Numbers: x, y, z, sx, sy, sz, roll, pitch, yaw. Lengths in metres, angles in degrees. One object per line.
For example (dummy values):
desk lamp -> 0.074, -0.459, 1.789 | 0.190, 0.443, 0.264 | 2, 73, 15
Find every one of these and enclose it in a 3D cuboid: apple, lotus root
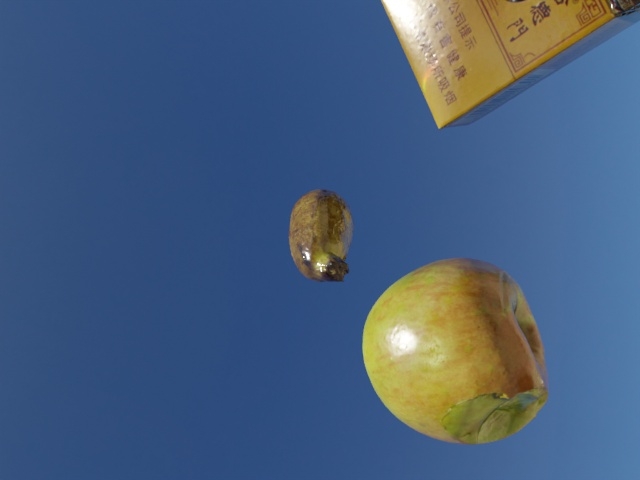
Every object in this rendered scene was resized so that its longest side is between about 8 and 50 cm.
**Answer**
apple -> 0.245, 0.203, 0.936 | 0.339, 0.339, 0.340 | 2, -94, -36
lotus root -> 0.000, 0.000, 0.690 | 0.094, 0.191, 0.108 | 0, -62, 2

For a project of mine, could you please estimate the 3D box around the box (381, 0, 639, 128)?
box -> 0.306, -0.380, 0.727 | 0.115, 0.415, 0.265 | -16, -98, -42
